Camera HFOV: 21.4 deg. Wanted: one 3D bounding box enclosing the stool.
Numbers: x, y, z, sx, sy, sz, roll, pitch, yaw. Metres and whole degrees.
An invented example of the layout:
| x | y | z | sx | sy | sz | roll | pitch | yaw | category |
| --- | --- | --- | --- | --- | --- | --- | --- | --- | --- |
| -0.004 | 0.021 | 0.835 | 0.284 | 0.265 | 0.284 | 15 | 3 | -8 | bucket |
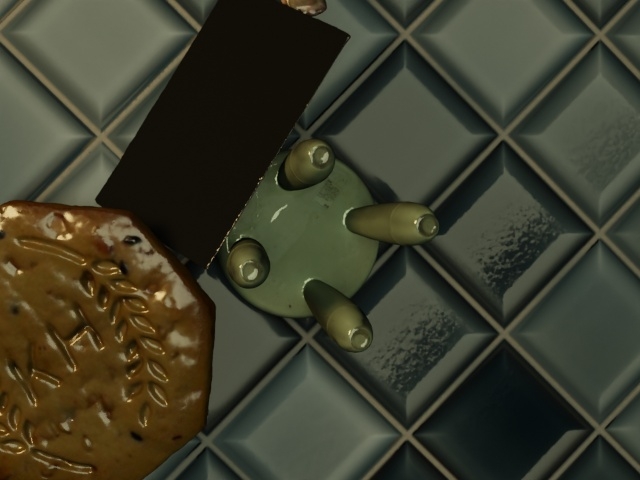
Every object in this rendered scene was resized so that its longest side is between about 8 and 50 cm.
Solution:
| x | y | z | sx | sy | sz | roll | pitch | yaw | category |
| --- | --- | --- | --- | --- | --- | --- | --- | --- | --- |
| 0.000 | 0.000 | 1.863 | 0.195 | 0.199 | 0.195 | 32 | 85 | -17 | stool |

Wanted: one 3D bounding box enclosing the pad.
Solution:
| x | y | z | sx | sy | sz | roll | pitch | yaw | category |
| --- | --- | --- | --- | --- | --- | --- | --- | --- | --- |
| -0.112 | -0.133 | 1.876 | 0.299 | 0.202 | 0.005 | -59 | 142 | -3 | pad |

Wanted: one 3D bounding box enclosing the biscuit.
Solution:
| x | y | z | sx | sy | sz | roll | pitch | yaw | category |
| --- | --- | --- | --- | --- | --- | --- | --- | --- | --- |
| -0.286 | 0.124 | 1.866 | 0.359 | 0.046 | 0.359 | 1 | 103 | 6 | biscuit |

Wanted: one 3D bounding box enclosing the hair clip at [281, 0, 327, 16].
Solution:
| x | y | z | sx | sy | sz | roll | pitch | yaw | category |
| --- | --- | --- | --- | --- | --- | --- | --- | --- | --- |
| -0.047 | -0.399 | 1.904 | 0.173 | 0.069 | 0.300 | -11 | 98 | -9 | hair clip |
